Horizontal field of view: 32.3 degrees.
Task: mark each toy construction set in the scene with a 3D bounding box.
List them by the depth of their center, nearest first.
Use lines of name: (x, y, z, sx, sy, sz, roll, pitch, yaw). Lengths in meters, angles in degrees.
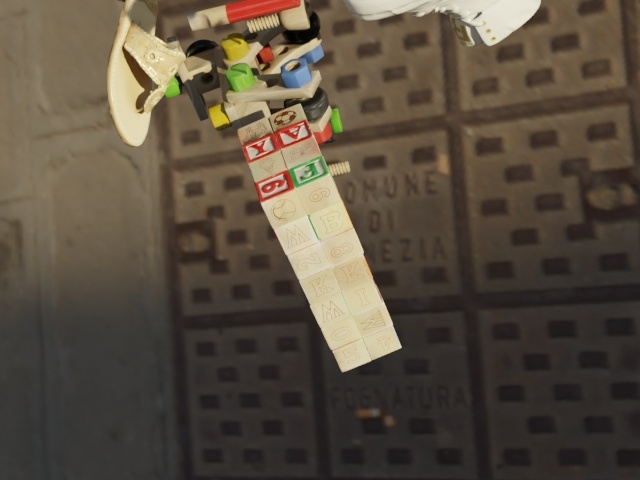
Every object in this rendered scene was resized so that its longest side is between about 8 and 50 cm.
toy construction set: (-0.115, -0.232, 1.479, 0.237, 0.309, 0.257, -12, 66, 6)

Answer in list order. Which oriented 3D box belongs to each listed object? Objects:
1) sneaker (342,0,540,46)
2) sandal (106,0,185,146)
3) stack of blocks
sneaker: (0.164, -0.297, 1.381, 0.292, 0.169, 0.108, -26, 46, -16)
sandal: (-0.206, -0.239, 1.369, 0.079, 0.088, 0.240, -4, 79, 26)
stack of blocks: (0.000, 0.000, 1.393, 0.087, 0.297, 0.171, -23, 37, 1)
